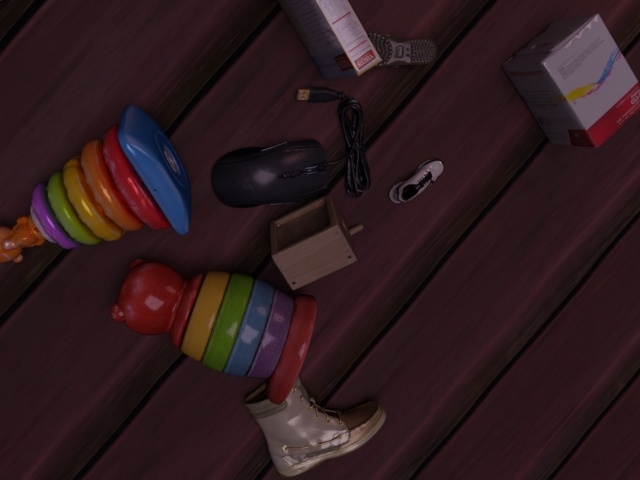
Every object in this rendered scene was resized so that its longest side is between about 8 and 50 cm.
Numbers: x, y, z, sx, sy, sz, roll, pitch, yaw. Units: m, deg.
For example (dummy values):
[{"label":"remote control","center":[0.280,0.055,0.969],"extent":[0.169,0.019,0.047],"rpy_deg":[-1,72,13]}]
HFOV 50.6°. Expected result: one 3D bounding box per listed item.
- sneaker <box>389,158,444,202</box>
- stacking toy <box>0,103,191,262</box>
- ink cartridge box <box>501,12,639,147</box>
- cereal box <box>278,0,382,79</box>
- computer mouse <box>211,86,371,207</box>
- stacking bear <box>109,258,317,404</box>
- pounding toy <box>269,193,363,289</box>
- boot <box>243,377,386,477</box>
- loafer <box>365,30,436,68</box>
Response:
[{"label":"sneaker","center":[0.168,-0.097,1.135],"extent":[0.109,0.044,0.040],"rpy_deg":[-39,106,-6]},{"label":"stacking toy","center":[-0.343,-0.047,0.963],"extent":[0.302,0.166,0.175],"rpy_deg":[-27,119,3]},{"label":"ink cartridge box","center":[0.419,-0.263,1.123],"extent":[0.127,0.128,0.176],"rpy_deg":[-42,109,-4]},{"label":"cereal box","center":[-0.016,-0.344,0.964],"extent":[0.047,0.173,0.240],"rpy_deg":[-36,109,-7]},{"label":"computer mouse","center":[-0.040,-0.144,1.058],"extent":[0.262,0.060,0.184],"rpy_deg":[-6,104,-14]},{"label":"stacking bear","center":[-0.165,0.117,1.031],"extent":[0.289,0.164,0.175],"rpy_deg":[18,64,-7]},{"label":"pounding toy","center":[0.000,0.000,1.070],"extent":[0.130,0.141,0.100],"rpy_deg":[-25,119,8]},{"label":"boot","center":[-0.007,0.288,1.152],"extent":[0.213,0.077,0.165],"rpy_deg":[-25,105,-6]},{"label":"loafer","center":[0.108,-0.298,1.074],"extent":[0.148,0.050,0.056],"rpy_deg":[6,97,-1]}]
